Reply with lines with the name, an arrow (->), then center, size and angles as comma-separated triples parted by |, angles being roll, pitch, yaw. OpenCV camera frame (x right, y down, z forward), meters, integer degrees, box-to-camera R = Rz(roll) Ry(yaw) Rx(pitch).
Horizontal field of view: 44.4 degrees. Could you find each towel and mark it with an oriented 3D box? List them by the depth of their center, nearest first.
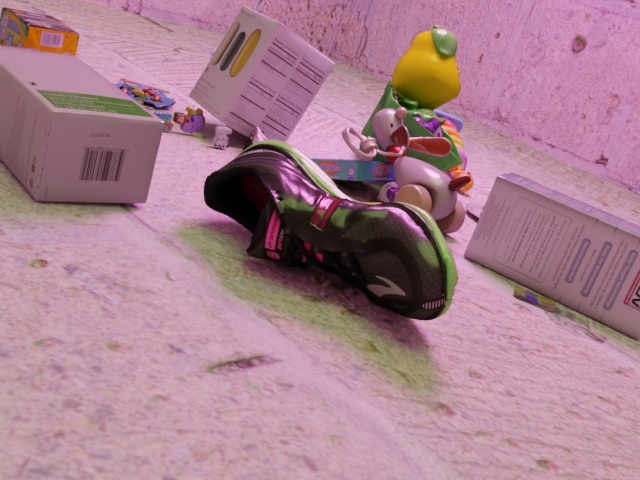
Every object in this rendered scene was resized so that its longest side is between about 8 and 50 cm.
towel -> 0.410, 0.111, 1.498 | 0.083, 0.009, 0.060 | 23, 19, 10

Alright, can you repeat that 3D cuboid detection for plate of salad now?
plate of salad -> 0.466, -0.062, 1.984 | 0.200, 0.048, 0.200 | 16, 18, -6

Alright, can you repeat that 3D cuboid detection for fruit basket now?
fruit basket -> 0.268, -0.342, 2.018 | 0.283, 0.392, 0.392 | 42, 16, -9

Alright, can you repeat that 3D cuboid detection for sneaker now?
sneaker -> 0.000, 0.000, 1.221 | 0.483, 0.185, 0.202 | 29, 38, 35
sneaker -> -0.123, -0.197, 1.785 | 0.077, 0.072, 0.178 | 23, 23, -27
sneaker -> 0.203, -0.097, 1.834 | 0.170, 0.068, 0.071 | -14, 52, -45

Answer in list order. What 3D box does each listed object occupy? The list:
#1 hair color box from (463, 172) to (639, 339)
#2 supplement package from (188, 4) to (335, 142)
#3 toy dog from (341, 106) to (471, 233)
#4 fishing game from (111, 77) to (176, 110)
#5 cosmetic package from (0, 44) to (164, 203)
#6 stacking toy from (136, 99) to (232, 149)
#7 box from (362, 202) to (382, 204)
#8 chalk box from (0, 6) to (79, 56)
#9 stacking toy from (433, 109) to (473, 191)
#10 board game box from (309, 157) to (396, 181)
hair color box -> 0.500, 0.022, 1.561 | 0.374, 0.185, 0.114 | 27, 19, 23
supplement package -> -0.146, -0.392, 1.911 | 0.198, 0.262, 0.199 | 27, 9, -40
toy dog -> 0.222, -0.175, 1.712 | 0.333, 0.161, 0.220 | 56, 34, 11
fishing game -> -0.458, -0.380, 1.997 | 0.189, 0.041, 0.264 | 15, 19, -3
cosmetic package -> -0.442, -0.201, 1.321 | 0.197, 0.155, 0.365 | -2, 29, -42
stacking toy -> -0.331, -0.267, 1.792 | 0.221, 0.052, 0.167 | 1, 23, -38
box -> 0.100, -0.039, 1.567 | 0.109, 0.042, 0.178 | 32, 22, 35
chalk box -> -0.696, -0.475, 1.890 | 0.132, 0.132, 0.213 | 0, 25, -43
stacking toy -> 0.364, -0.234, 2.266 | 0.166, 0.175, 0.301 | 12, 33, -28
board game box -> 0.081, -0.164, 1.823 | 0.160, 0.047, 0.210 | 8, 9, 38
